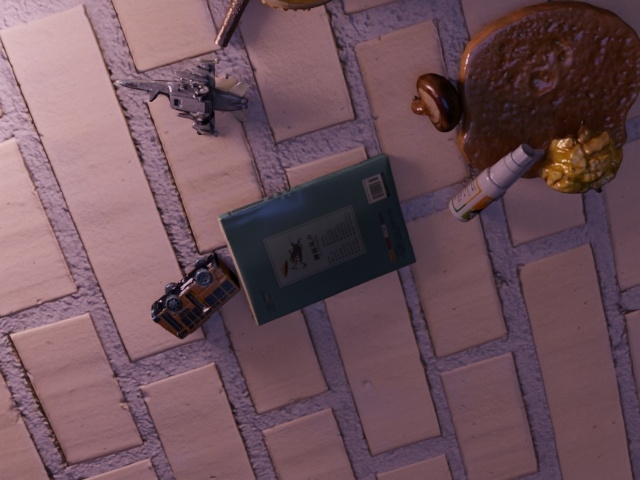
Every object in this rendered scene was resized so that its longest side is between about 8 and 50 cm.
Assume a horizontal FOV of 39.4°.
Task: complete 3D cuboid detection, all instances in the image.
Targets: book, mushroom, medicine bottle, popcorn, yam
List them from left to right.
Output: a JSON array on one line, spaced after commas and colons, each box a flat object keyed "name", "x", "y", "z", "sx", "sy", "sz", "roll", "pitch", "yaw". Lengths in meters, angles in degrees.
[{"name": "yam", "x": -0.163, "y": -0.442, "z": 1.725, "sx": 0.032, "sy": 0.032, "sz": 0.145, "roll": 25, "pitch": 104, "yaw": -15}, {"name": "book", "x": 0.000, "y": 0.000, "z": 1.879, "sx": 0.380, "sy": 0.031, "sz": 0.264, "roll": -20, "pitch": 112, "yaw": -10}, {"name": "mushroom", "x": 0.234, "y": -0.274, "z": 1.795, "sx": 0.087, "sy": 0.127, "sz": 0.127, "roll": -32, "pitch": 111, "yaw": -4}, {"name": "medicine bottle", "x": 0.366, "y": -0.120, "z": 1.852, "sx": 0.092, "sy": 0.061, "sz": 0.220, "roll": -3, "pitch": 150, "yaw": -39}, {"name": "popcorn", "x": 0.527, "y": -0.160, "z": 1.806, "sx": 0.167, "sy": 0.148, "sz": 0.152, "roll": -18, "pitch": 81, "yaw": -18}]

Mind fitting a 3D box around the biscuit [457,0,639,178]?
[{"name": "biscuit", "x": 0.470, "y": -0.306, "z": 1.841, "sx": 0.386, "sy": 0.062, "sz": 0.364, "roll": -3, "pitch": 113, "yaw": -6}]

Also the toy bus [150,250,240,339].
[{"name": "toy bus", "x": -0.264, "y": 0.120, "z": 1.888, "sx": 0.182, "sy": 0.091, "sz": 0.103, "roll": -41, "pitch": 112, "yaw": 5}]

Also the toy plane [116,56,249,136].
[{"name": "toy plane", "x": -0.270, "y": -0.281, "z": 1.743, "sx": 0.262, "sy": 0.088, "sz": 0.192, "roll": 2, "pitch": 137, "yaw": -4}]

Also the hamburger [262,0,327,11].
[{"name": "hamburger", "x": -0.037, "y": -0.562, "z": 1.623, "sx": 0.276, "sy": 0.179, "sz": 0.294, "roll": 29, "pitch": 107, "yaw": -14}]
